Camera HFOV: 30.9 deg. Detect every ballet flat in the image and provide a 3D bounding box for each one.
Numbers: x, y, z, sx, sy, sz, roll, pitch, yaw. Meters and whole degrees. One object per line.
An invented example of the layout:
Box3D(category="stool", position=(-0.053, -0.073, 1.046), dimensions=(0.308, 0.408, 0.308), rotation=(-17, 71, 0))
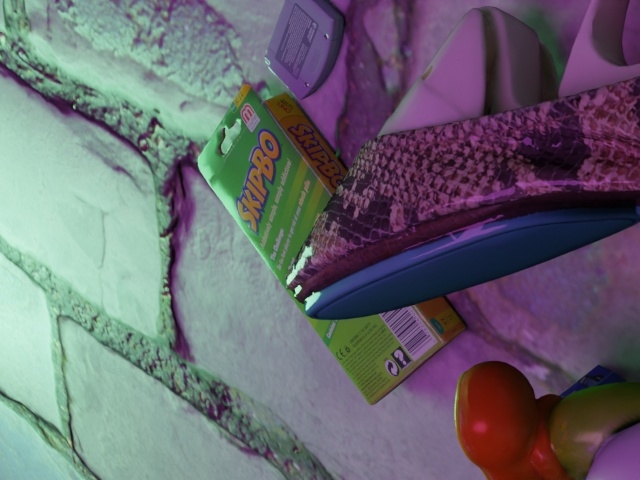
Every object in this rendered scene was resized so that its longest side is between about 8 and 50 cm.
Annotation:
Box3D(category="ballet flat", position=(0.164, -0.068, 0.647), dimensions=(0.482, 0.164, 0.182), rotation=(-12, 81, 45))

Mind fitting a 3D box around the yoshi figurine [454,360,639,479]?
Box3D(category="yoshi figurine", position=(0.235, 0.126, 0.586), dimensions=(0.362, 0.203, 0.204), rotation=(-5, 102, 26))

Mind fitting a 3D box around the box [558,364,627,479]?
Box3D(category="box", position=(0.170, 0.147, 0.799), dimensions=(0.028, 0.081, 0.136), rotation=(29, 131, 35))

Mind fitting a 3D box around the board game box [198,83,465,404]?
Box3D(category="board game box", position=(0.000, 0.000, 0.940), dimensions=(0.259, 0.039, 0.124), rotation=(51, 140, 9))

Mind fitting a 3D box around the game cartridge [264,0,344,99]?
Box3D(category="game cartridge", position=(-0.012, -0.150, 0.879), dimensions=(0.056, 0.017, 0.083), rotation=(50, 141, 21))
